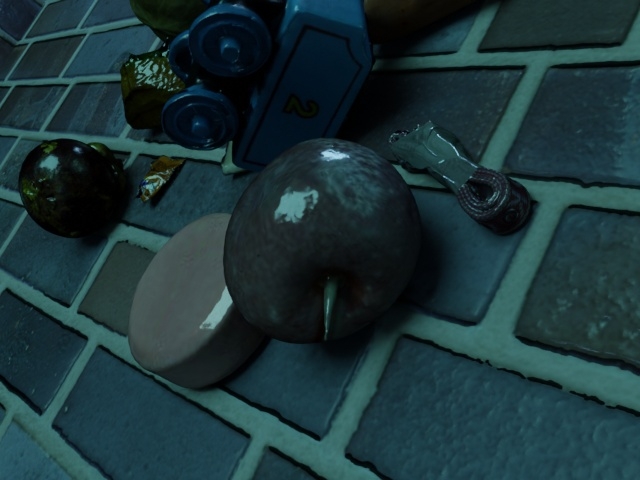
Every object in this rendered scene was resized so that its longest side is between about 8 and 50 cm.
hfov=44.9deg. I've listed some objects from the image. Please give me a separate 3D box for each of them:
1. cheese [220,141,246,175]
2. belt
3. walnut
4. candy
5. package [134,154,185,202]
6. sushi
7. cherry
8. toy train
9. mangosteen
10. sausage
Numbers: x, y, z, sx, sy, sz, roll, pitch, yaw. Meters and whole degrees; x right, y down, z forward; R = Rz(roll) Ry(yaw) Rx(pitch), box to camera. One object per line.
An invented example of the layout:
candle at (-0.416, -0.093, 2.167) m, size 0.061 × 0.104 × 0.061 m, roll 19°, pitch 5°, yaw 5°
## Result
cheese at (-0.098, -0.279, 1.350) m, size 0.085 × 0.034 × 0.400 m, roll -15°, pitch 50°, yaw 33°
belt at (0.159, -0.082, 0.902) m, size 0.071 × 0.053 × 0.232 m, roll -55°, pitch 36°, yaw 9°
walnut at (-0.250, -0.518, 1.542) m, size 0.282 × 0.227 × 0.283 m, roll -2°, pitch 61°, yaw 3°
candy at (-0.166, 0.081, 1.075) m, size 0.255 × 0.094 × 0.255 m, roll -27°, pitch 45°, yaw 30°
package at (-0.304, -0.116, 1.430) m, size 0.111 × 0.033 × 0.077 m, roll -57°, pitch 27°, yaw -14°
sushi at (-0.310, -0.314, 1.502) m, size 0.287 × 0.149 × 0.140 m, roll -20°, pitch 44°, yaw 43°
cherry at (0.000, 0.000, 0.872) m, size 0.236 × 0.213 × 0.285 m, roll -24°, pitch 35°, yaw 20°
toy train at (-0.074, -0.239, 1.074) m, size 0.300 × 0.265 × 0.188 m, roll 121°, pitch 153°, yaw -46°
mangosteen at (-0.466, -0.110, 1.497) m, size 0.192 × 0.192 × 0.217 m, roll -22°, pitch 9°, yaw 34°
sausage at (0.144, -0.363, 1.101) m, size 0.259 × 0.113 × 0.114 m, roll -18°, pitch 49°, yaw 35°
